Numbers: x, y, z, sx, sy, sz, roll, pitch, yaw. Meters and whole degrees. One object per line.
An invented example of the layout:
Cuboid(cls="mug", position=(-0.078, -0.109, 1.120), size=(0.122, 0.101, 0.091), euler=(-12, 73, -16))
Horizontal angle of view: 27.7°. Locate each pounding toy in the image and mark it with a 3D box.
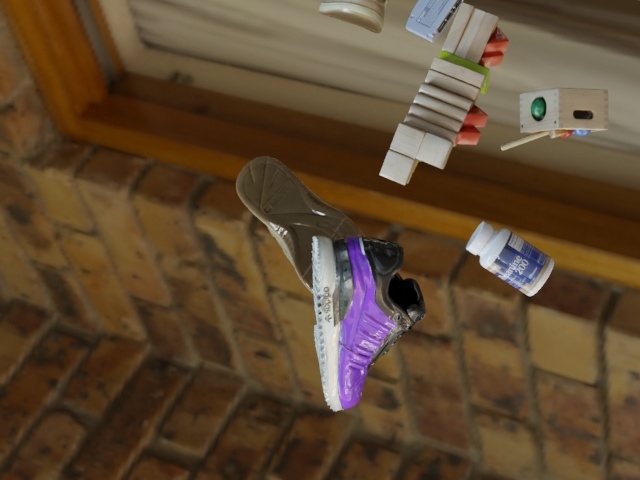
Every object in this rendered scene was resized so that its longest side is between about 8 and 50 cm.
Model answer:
Cuboid(cls="pounding toy", position=(0.407, -0.211, 2.270), size=(0.141, 0.130, 0.100), euler=(-2, -89, -27))

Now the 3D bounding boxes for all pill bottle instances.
Cuboid(cls="pill bottle", position=(0.277, 0.024, 1.908), size=(0.067, 0.120, 0.067), euler=(-57, 2, 4))

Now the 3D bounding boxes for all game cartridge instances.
Cuboid(cls="game cartridge", position=(0.149, -0.302, 1.687), size=(0.083, 0.056, 0.017), euler=(-55, -37, 0))

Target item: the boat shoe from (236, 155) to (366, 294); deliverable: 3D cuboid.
Cuboid(cls="boat shoe", position=(0.000, 0.000, 2.080), size=(0.121, 0.341, 0.110), euler=(-40, -27, 2))

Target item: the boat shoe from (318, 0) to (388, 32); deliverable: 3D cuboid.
Cuboid(cls="boat shoe", position=(0.064, -0.408, 2.161), size=(0.302, 0.109, 0.098), euler=(-83, 12, -80))

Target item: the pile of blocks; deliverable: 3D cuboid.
Cuboid(cls="pile of blocks", position=(0.209, -0.205, 2.010), size=(0.149, 0.112, 0.362), euler=(96, -161, -59))

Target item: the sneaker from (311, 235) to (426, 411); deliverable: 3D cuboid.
Cuboid(cls="sneaker", position=(0.067, 0.113, 1.704), size=(0.102, 0.146, 0.293), euler=(-101, 6, -48))
